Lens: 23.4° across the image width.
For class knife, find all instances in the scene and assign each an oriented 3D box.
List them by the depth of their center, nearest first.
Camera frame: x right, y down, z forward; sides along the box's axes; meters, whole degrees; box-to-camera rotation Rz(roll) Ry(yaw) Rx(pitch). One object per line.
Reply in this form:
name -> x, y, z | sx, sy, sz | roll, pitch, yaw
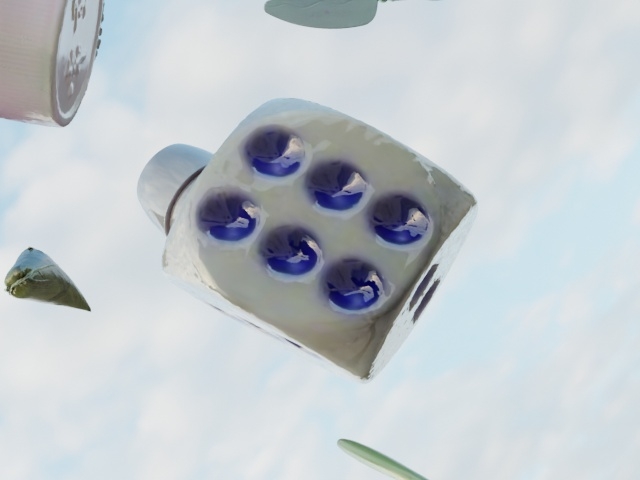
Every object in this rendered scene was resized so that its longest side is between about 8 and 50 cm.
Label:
knife -> 0.129, 0.259, 1.559 | 0.043, 0.293, 0.020 | 39, -103, -50
knife -> 0.057, -0.314, 2.026 | 0.260, 0.063, 0.034 | -14, 2, -2

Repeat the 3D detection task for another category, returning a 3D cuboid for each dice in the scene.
dice -> 0.000, 0.000, 1.675 | 0.243, 0.259, 0.251 | -59, -10, -6

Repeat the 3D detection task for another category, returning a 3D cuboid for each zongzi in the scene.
zongzi -> -0.326, 0.065, 1.865 | 0.052, 0.113, 0.104 | -44, 11, 14

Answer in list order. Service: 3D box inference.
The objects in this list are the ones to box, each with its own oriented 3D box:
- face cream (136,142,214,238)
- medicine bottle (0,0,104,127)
face cream -> -0.151, -0.052, 1.830 | 0.117, 0.104, 0.117 | -35, -35, -30
medicine bottle -> -0.278, -0.159, 1.007 | 0.152, 0.254, 0.152 | 11, -90, -86
